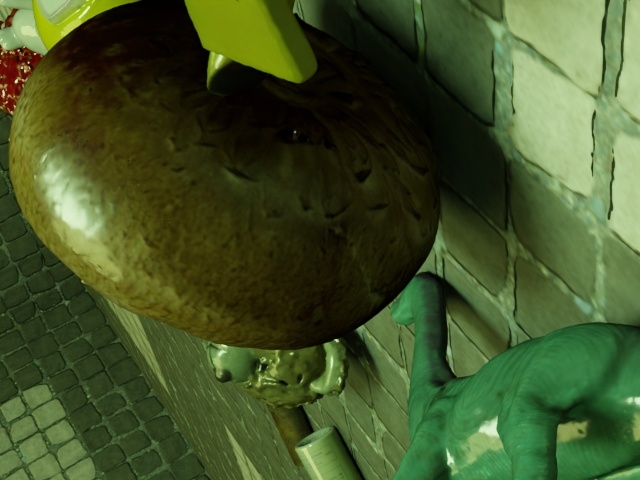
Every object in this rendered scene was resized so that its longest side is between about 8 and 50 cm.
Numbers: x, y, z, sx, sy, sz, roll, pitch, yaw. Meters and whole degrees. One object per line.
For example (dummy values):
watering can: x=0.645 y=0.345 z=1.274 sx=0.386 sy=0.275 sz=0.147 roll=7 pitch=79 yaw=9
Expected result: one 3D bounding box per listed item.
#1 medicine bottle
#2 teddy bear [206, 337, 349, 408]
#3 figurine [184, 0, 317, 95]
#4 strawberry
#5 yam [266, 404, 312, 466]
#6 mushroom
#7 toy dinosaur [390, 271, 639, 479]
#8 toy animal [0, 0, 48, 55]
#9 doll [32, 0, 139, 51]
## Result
medicine bottle: x=0.046 y=0.350 z=1.477 sx=0.231 sy=0.059 sz=0.059 roll=62 pitch=164 yaw=-3
teddy bear: x=-0.078 y=0.063 z=1.193 sx=0.267 sy=0.156 sz=0.256 roll=-10 pitch=109 yaw=59
figurine: x=0.007 y=-0.175 z=0.483 sx=0.327 sy=0.169 sz=0.218 roll=21 pitch=133 yaw=65
strawberry: x=-0.357 y=-0.239 z=1.549 sx=0.184 sy=0.187 sz=0.201 roll=3 pitch=99 yaw=25
yam: x=-0.072 y=0.169 z=1.562 sx=0.045 sy=0.045 sz=0.326 roll=7 pitch=127 yaw=43
mushroom: x=-0.058 y=-0.056 z=0.724 sx=0.278 sy=0.297 sz=0.163 roll=23 pitch=117 yaw=11
toy dinosaur: x=0.139 y=0.064 z=0.686 sx=0.129 sy=0.331 sz=0.383 roll=38 pitch=133 yaw=-18
toy animal: x=-0.276 y=-0.245 z=1.295 sx=0.140 sy=0.138 sz=0.282 roll=53 pitch=167 yaw=-6
doll: x=-0.216 y=-0.273 z=1.103 sx=0.199 sy=0.145 sz=0.363 roll=-45 pitch=64 yaw=49
